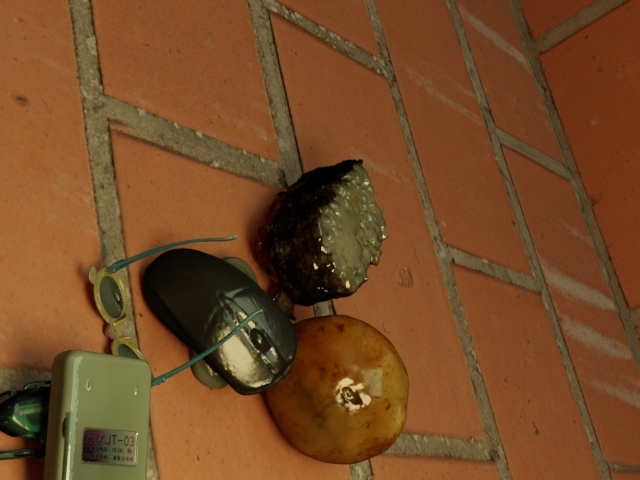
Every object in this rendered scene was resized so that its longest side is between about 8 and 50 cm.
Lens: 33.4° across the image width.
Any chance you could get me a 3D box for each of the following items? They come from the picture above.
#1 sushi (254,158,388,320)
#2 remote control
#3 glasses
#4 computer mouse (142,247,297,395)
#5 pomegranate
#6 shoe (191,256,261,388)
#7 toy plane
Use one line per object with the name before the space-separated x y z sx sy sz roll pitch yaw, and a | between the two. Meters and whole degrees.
sushi | 0.000 0.000 1.903 0.196 0.182 0.343 56 31 -18
remote control | -0.273 0.288 1.309 0.140 0.056 0.296 15 70 -44
glasses | -0.201 0.096 1.523 0.088 0.221 0.189 94 -24 -73
computer mouse | -0.148 0.107 1.585 0.270 0.086 0.137 41 64 7
pomegranate | 0.025 0.238 1.701 0.248 0.248 0.248 36 39 -35
shoe | -0.133 0.116 1.681 0.103 0.100 0.251 43 39 -31
toy plane | -0.325 0.226 1.346 0.235 0.060 0.096 5 69 -51
